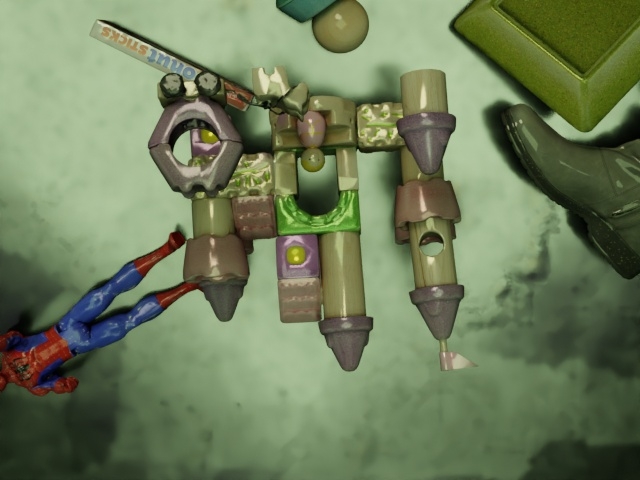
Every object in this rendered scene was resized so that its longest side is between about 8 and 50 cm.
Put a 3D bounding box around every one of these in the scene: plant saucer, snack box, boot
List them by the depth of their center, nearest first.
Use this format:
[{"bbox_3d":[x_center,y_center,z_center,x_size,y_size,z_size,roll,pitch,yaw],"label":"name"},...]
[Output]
[{"bbox_3d":[0.263,-0.237,1.240,0.188,0.045,0.188,43,88,18],"label":"plant saucer"},{"bbox_3d":[0.317,-0.087,1.277,0.161,0.083,0.246,-39,106,23],"label":"boot"},{"bbox_3d":[-0.153,-0.184,1.281,0.178,0.064,0.022,26,97,-5],"label":"snack box"}]

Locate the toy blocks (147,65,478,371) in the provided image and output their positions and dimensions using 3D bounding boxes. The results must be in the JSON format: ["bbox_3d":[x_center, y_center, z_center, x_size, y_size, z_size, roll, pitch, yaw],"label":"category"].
[{"bbox_3d":[0.000,0.000,1.169,0.288,0.309,0.260,-3,81,0],"label":"toy blocks"}]

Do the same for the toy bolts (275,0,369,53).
[{"bbox_3d":[0.045,-0.286,1.213,0.228,0.218,0.158,-31,105,22],"label":"toy bolts"}]

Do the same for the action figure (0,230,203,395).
[{"bbox_3d":[-0.258,0.101,1.293,0.280,0.139,0.091,-32,98,7],"label":"action figure"}]
